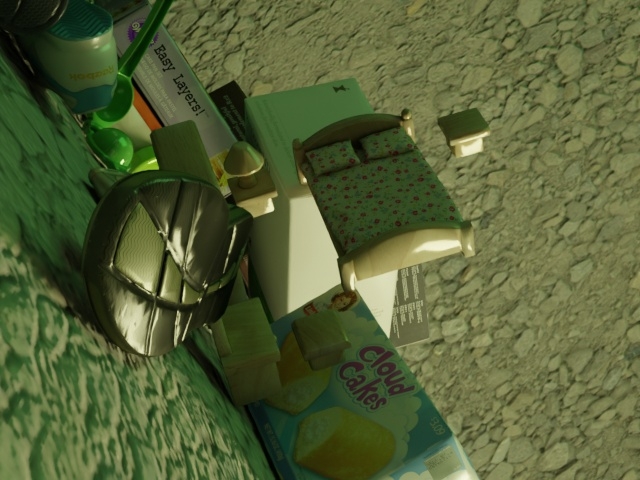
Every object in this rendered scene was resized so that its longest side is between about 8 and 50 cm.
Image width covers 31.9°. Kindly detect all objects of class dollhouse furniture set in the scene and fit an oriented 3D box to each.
[{"bbox_3d":[0.037,-0.047,1.081,0.303,0.356,0.173,-114,-170,-48],"label":"dollhouse furniture set"}]

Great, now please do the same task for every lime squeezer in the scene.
[{"bbox_3d":[-0.199,-0.123,1.178,0.059,0.110,0.310,54,34,-62],"label":"lime squeezer"}]

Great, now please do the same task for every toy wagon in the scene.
[{"bbox_3d":[-0.237,-0.154,1.412,0.267,0.068,0.344,57,0,20],"label":"toy wagon"}]

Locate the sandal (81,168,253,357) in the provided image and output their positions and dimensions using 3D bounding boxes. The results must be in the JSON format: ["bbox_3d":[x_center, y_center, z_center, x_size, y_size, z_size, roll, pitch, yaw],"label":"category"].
[{"bbox_3d":[-0.116,0.011,0.786,0.086,0.120,0.303,23,-2,6],"label":"sandal"}]

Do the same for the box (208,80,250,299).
[{"bbox_3d":[-0.108,-0.050,1.711,0.191,0.143,0.381,57,-5,25],"label":"box"}]

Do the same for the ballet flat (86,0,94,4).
[{"bbox_3d":[-0.329,-0.285,1.483,0.241,0.091,0.077,49,37,-61],"label":"ballet flat"}]

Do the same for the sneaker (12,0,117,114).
[{"bbox_3d":[-0.265,-0.201,1.096,0.228,0.087,0.092,47,-35,48],"label":"sneaker"}]

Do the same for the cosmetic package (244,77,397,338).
[{"bbox_3d":[0.000,0.000,1.437,0.365,0.155,0.197,91,-18,-45],"label":"cosmetic package"}]

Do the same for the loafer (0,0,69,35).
[{"bbox_3d":[-0.318,-0.311,0.939,0.302,0.109,0.095,55,-4,-30],"label":"loafer"}]

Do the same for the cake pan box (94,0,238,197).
[{"bbox_3d":[-0.185,-0.194,1.382,0.245,0.070,0.267,60,-2,-23],"label":"cake pan box"}]

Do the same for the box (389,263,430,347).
[{"bbox_3d":[0.063,-0.028,1.620,0.242,0.077,0.307,-140,-142,-65],"label":"box"}]

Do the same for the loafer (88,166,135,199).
[{"bbox_3d":[-0.183,-0.050,1.039,0.039,0.045,0.125,50,2,2],"label":"loafer"}]

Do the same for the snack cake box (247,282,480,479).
[{"bbox_3d":[0.024,0.166,1.057,0.089,0.152,0.264,60,-2,-35],"label":"snack cake box"}]
